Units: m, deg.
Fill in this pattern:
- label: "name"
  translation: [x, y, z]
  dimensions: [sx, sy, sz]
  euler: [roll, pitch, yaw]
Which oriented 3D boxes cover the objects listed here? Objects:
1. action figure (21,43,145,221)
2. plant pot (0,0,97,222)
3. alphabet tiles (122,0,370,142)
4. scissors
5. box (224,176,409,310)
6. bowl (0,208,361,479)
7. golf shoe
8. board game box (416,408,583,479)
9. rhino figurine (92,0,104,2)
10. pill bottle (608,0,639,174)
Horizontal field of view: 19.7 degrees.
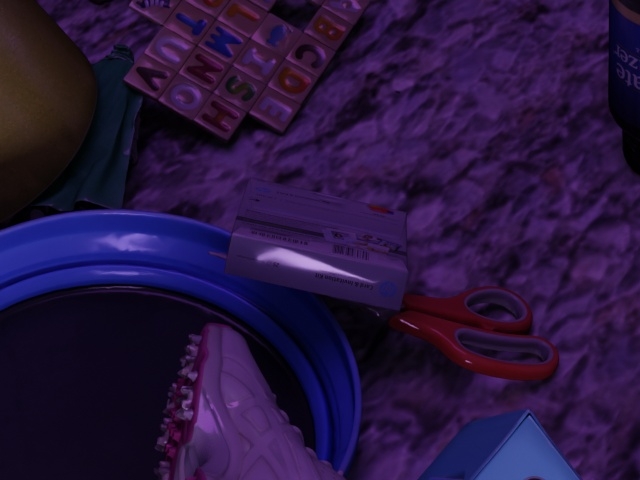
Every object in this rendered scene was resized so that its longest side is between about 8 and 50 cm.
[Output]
- label: "action figure"
  translation: [-0.218, -0.105, 1.765]
  dimensions: [0.137, 0.063, 0.232]
  euler: [5, 50, 15]
- label: "plant pot"
  translation: [-0.389, -0.189, 1.669]
  dimensions: [0.275, 0.293, 0.274]
  euler: [-14, 47, 15]
- label: "alphabet tiles"
  translation: [-0.087, -0.209, 1.822]
  dimensions: [0.198, 0.009, 0.237]
  euler: [30, 58, 2]
- label: "scissors"
  translation: [0.055, 0.060, 1.515]
  dimensions: [0.297, 0.021, 0.109]
  euler: [10, 39, -17]
- label: "box"
  translation: [0.000, 0.000, 1.533]
  dimensions: [0.145, 0.038, 0.186]
  euler: [12, 17, -2]
- label: "bowl"
  translation: [-0.165, 0.138, 1.466]
  dimensions: [0.391, 0.077, 0.391]
  euler: [4, 46, -4]
- label: "golf shoe"
  translation: [-0.045, 0.174, 1.315]
  dimensions: [0.140, 0.115, 0.306]
  euler: [12, 33, -14]
- label: "board game box"
  translation: [0.094, 0.316, 1.187]
  dimensions: [0.336, 0.254, 0.079]
  euler: [-44, 12, -31]
- label: "rhino figurine"
  translation: [-0.136, -0.321, 1.936]
  dimensions: [0.243, 0.106, 0.073]
  euler: [-8, 46, 1]
- label: "pill bottle"
  translation: [0.316, -0.160, 1.631]
  dimensions: [0.123, 0.219, 0.123]
  euler: [-4, 45, 4]
